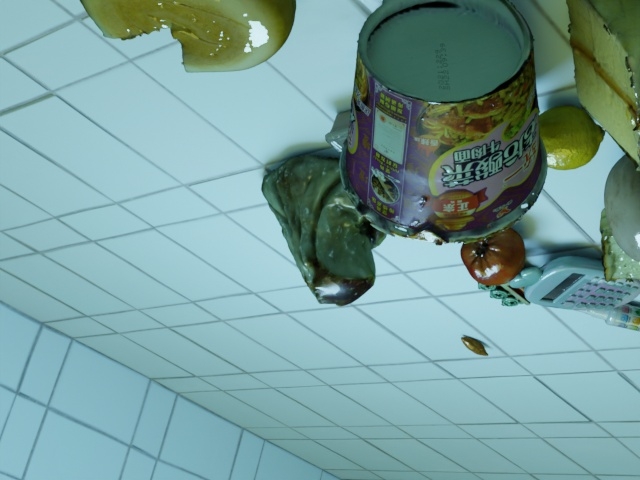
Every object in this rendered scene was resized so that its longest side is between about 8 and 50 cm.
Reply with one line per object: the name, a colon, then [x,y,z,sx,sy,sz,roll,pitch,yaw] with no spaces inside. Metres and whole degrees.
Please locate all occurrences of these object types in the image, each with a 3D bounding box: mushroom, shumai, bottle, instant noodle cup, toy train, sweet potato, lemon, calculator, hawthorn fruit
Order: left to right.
shumai: [0.000,0.000,2.062,0.304,0.263,0.309,5,153,15]
instant noodle cup: [0.186,-0.199,1.523,0.339,0.340,0.266,9,145,11]
sweet potato: [0.404,0.277,2.678,0.095,0.034,0.034,36,149,-18]
hawthorn fruit: [0.361,0.032,2.092,0.132,0.133,0.138,-4,166,33]
toy train: [0.422,0.087,2.242,0.118,0.074,0.176,-20,138,41]
lemon: [0.406,-0.169,1.686,0.133,0.109,0.109,-10,146,25]
calculator: [0.544,0.093,2.166,0.298,0.041,0.185,10,148,-17]
bottle: [0.677,0.167,2.283,0.217,0.060,0.060,12,154,3]
mushroom: [0.589,-0.052,1.733,0.209,0.206,0.206,12,154,2]

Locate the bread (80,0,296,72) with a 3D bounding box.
bread: [-0.192,-0.384,1.500,0.333,0.160,0.333,10,155,5]

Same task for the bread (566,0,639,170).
bread: [0.405,-0.229,1.435,0.135,0.178,0.240,3,138,23]

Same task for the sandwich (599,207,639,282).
sandwich: [0.662,0.007,1.935,0.251,0.087,0.226,0,153,22]

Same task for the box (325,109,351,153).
box: [0.078,-0.189,1.868,0.089,0.062,0.122,-12,145,43]
